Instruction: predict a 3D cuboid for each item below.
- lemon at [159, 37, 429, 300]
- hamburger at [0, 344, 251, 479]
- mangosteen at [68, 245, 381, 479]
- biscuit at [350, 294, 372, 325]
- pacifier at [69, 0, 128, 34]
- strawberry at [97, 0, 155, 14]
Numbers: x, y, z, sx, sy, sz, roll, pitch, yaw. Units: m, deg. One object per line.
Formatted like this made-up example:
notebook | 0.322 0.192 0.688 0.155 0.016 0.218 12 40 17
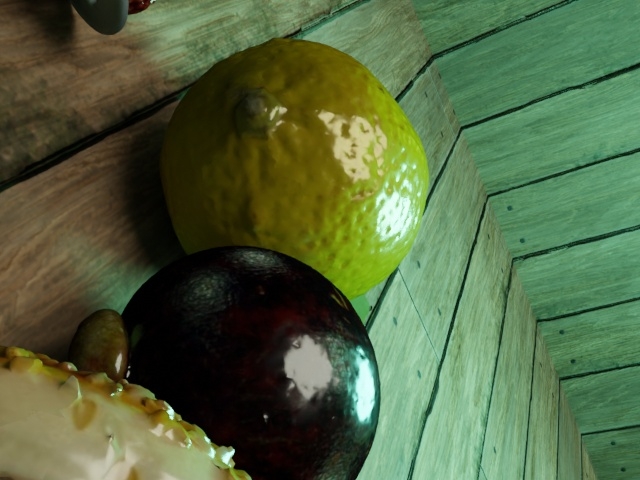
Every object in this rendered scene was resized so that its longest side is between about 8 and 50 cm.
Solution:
lemon | -0.028 -0.073 0.855 0.336 0.336 0.336 42 39 -47
hamburger | -0.181 0.208 0.347 0.330 0.330 0.250 55 37 -32
mangosteen | -0.090 0.140 0.647 0.288 0.288 0.288 42 39 -47
biscuit | 0.000 0.000 1.166 0.323 0.038 0.099 63 24 -17
pacifier | -0.286 -0.324 0.685 0.207 0.227 0.279 -28 102 -24
strawberry | -0.233 -0.342 0.860 0.145 0.086 0.145 42 34 -38
